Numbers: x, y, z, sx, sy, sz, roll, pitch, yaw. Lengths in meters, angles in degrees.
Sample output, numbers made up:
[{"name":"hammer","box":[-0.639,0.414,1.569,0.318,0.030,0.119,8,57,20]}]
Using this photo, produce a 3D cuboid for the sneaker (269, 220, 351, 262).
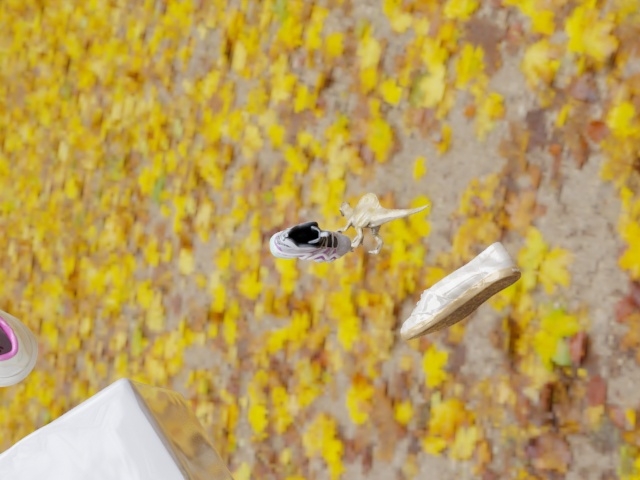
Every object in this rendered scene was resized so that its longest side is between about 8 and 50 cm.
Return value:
[{"name":"sneaker","box":[0.000,0.000,1.308,0.069,0.098,0.038,-33,64,61]}]

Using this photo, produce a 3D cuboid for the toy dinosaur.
[{"name":"toy dinosaur","box":[0.075,-0.028,1.829,0.183,0.053,0.092,4,77,48]}]

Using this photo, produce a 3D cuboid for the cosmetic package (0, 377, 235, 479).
[{"name":"cosmetic package","box":[-0.242,0.291,1.371,0.161,0.230,0.453,57,176,8]}]

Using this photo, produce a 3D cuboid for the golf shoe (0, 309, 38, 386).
[{"name":"golf shoe","box":[-0.513,0.089,1.562,0.140,0.306,0.115,141,152,-74]}]

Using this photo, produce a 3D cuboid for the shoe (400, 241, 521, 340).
[{"name":"shoe","box":[0.196,0.078,1.725,0.219,0.077,0.058,-37,68,32]}]
